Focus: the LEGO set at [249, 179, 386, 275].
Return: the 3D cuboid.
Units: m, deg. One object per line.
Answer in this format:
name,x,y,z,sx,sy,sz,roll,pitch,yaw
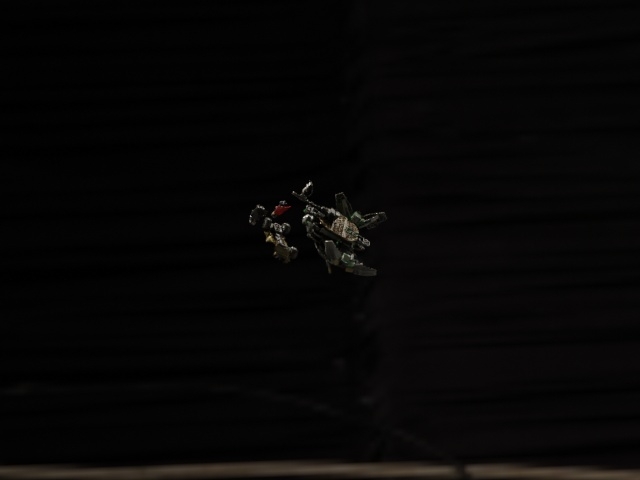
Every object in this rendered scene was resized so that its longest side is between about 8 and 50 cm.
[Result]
LEGO set,-0.002,-0.002,0.834,0.023,0.083,0.054,-53,45,31
